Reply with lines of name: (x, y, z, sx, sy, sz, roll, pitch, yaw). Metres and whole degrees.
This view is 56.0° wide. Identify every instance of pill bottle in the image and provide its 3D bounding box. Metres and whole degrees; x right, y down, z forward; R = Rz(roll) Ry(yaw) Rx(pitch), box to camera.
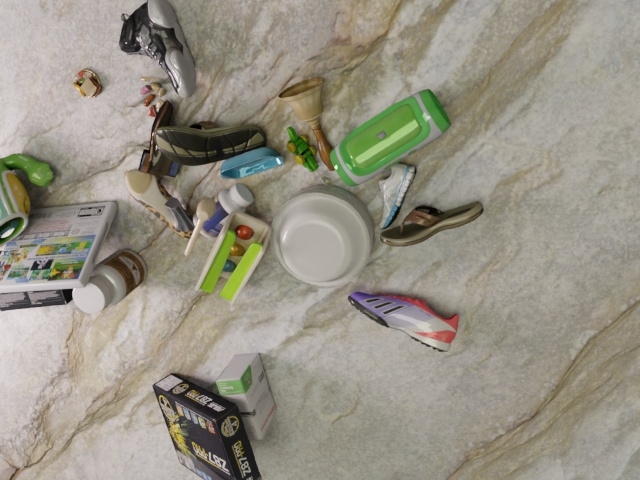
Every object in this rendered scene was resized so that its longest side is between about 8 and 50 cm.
pill bottle: (-0.630, 0.124, 1.803, 0.131, 0.229, 0.131, 4, 111, 11)
pill bottle: (-0.274, -0.087, 1.714, 0.169, 0.094, 0.094, -37, 98, 22)

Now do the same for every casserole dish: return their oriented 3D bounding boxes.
casserole dish: (-0.189, -0.213, 1.645, 0.189, 0.114, 0.036, -15, 81, 19)

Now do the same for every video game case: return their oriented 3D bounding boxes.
video game case: (-0.793, 0.018, 1.784, 0.329, 0.299, 0.036, -4, 141, 15)

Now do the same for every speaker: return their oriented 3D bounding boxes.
speaker: (0.174, -0.257, 1.528, 0.297, 0.131, 0.131, -31, 100, 21)

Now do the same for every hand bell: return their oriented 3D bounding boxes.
hand bell: (-0.010, -0.291, 1.587, 0.126, 0.126, 0.241, -13, 119, 18)

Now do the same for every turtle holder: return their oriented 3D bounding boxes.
turtle holder: (-0.971, -0.116, 1.797, 0.227, 0.320, 0.243, 43, 135, 11)

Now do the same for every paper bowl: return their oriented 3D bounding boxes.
paper bowl: (0.000, 0.000, 1.654, 0.285, 0.148, 0.284, 4, 112, 11)

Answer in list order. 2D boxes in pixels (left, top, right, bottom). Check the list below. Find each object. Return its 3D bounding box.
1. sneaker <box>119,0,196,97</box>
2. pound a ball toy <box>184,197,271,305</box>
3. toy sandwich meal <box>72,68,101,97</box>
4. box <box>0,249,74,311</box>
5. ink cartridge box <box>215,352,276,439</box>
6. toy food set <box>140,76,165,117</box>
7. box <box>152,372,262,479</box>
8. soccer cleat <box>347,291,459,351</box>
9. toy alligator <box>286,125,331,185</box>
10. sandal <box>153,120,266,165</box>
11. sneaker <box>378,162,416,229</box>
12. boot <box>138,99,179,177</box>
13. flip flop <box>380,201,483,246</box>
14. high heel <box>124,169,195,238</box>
sneaker: (-0.436, -0.496, 1.602, 0.153, 0.101, 0.268, -15, 100, 19)
pound a ball toy: (-0.273, 0.016, 1.686, 0.208, 0.135, 0.319, 24, 133, -10)
toy sandwich meal: (-0.664, -0.443, 1.710, 0.086, 0.029, 0.085, 4, 111, 12)
box: (-0.928, 0.116, 1.942, 0.262, 0.103, 0.184, -7, 111, 16)
ink cartridge box: (-0.227, 0.487, 1.879, 0.093, 0.160, 0.219, -9, 107, 18)
toy food set: (-0.468, -0.399, 1.687, 0.078, 0.019, 0.122, 6, 119, 10)
box: (-0.358, 0.612, 1.891, 0.395, 0.097, 0.318, 7, 119, 47)
soccer cleat: (0.234, 0.202, 1.708, 0.319, 0.108, 0.116, 25, 91, 7)
toy alligator: (-0.041, -0.223, 1.635, 0.189, 0.056, 0.051, 55, 154, -11)
sandal: (-0.300, -0.276, 1.655, 0.303, 0.086, 0.120, -3, 135, -6)
sneaker: (0.186, -0.123, 1.613, 0.083, 0.071, 0.190, 25, 107, 13)
boot: (-0.430, -0.281, 1.701, 0.106, 0.082, 0.219, 17, 111, -24)
flip flop: (0.286, -0.058, 1.582, 0.277, 0.112, 0.080, -19, 109, 15)
high heel: (-0.472, -0.101, 1.778, 0.261, 0.093, 0.186, 33, 159, 28)
